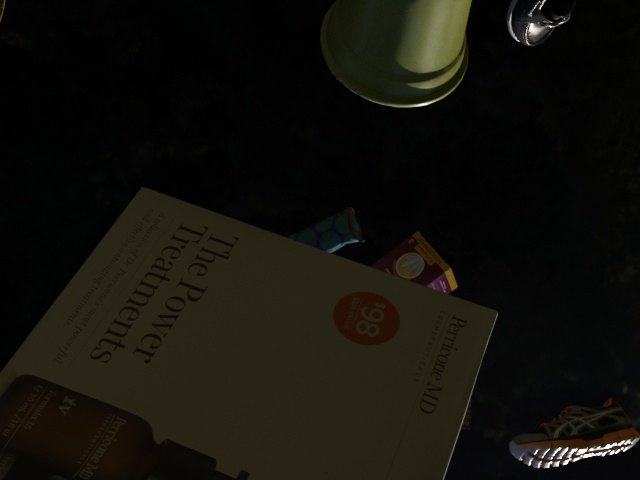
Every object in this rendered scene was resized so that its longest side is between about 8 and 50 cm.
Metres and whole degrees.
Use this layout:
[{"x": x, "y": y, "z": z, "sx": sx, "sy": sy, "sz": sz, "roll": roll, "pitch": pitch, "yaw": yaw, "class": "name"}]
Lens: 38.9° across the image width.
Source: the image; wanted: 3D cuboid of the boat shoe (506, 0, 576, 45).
[{"x": 0.175, "y": -0.184, "z": 0.684, "sx": 0.038, "sy": 0.046, "sz": 0.125, "roll": 57, "pitch": 164, "yaw": 22, "class": "boat shoe"}]

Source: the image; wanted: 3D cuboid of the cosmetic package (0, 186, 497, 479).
[{"x": -0.077, "y": 0.158, "z": 0.570, "sx": 0.284, "sy": 0.377, "sz": 0.097, "roll": 20, "pitch": 140, "yaw": 9, "class": "cosmetic package"}]

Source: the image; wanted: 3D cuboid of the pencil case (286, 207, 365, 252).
[{"x": 0.000, "y": 0.000, "z": 1.593, "sx": 0.152, "sy": 0.064, "sz": 0.070, "roll": -25, "pitch": 171, "yaw": 21, "class": "pencil case"}]

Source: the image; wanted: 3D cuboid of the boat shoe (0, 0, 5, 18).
[{"x": -0.504, "y": -0.374, "z": 1.298, "sx": 0.098, "sy": 0.277, "sz": 0.096, "roll": 21, "pitch": 180, "yaw": -37, "class": "boat shoe"}]

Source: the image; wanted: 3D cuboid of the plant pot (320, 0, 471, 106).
[{"x": 0.153, "y": -0.413, "z": 1.540, "sx": 0.276, "sy": 0.276, "sz": 0.254, "roll": 16, "pitch": 151, "yaw": -1, "class": "plant pot"}]

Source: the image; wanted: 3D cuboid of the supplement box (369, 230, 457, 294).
[{"x": 0.078, "y": 0.041, "z": 0.849, "sx": 0.055, "sy": 0.083, "sz": 0.043, "roll": 51, "pitch": 176, "yaw": 34, "class": "supplement box"}]

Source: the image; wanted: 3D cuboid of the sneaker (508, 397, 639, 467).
[{"x": 0.406, "y": 0.312, "z": 1.476, "sx": 0.215, "sy": 0.083, "sz": 0.084, "roll": -6, "pitch": 147, "yaw": -11, "class": "sneaker"}]

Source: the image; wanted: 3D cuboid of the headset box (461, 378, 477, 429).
[{"x": 0.170, "y": 0.209, "z": 1.183, "sx": 0.032, "sy": 0.083, "sz": 0.062, "roll": 13, "pitch": 171, "yaw": -26, "class": "headset box"}]
